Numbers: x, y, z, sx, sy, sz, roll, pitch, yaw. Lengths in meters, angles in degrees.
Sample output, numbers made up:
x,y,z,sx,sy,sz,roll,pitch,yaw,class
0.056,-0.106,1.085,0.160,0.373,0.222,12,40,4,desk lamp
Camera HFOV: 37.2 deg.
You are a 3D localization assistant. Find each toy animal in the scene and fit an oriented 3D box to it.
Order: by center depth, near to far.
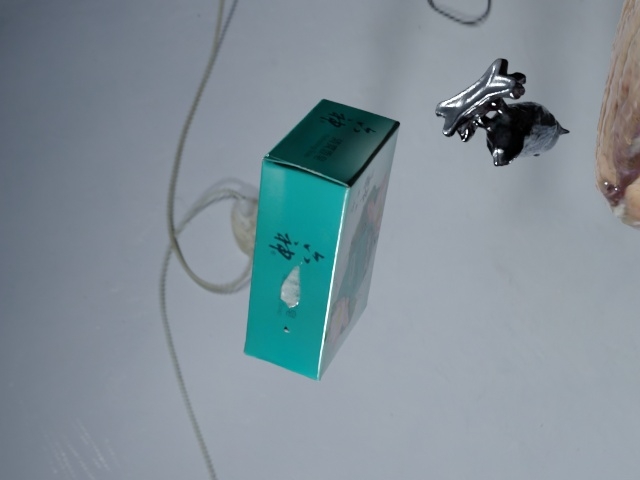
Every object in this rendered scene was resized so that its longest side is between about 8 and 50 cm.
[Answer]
x,y,z,sx,sy,sz,roll,pitch,yaw,class
0.261,-0.137,1.206,0.121,0.210,0.117,-42,50,32,toy animal

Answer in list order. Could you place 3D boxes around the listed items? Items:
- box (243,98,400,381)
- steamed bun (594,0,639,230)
x,y,z,sx,sy,sz,roll,pitch,yaw,class
0.000,0.000,0.972,0.092,0.244,0.153,19,37,15,box
0.262,-0.114,0.392,0.252,0.301,0.199,22,52,1,steamed bun
